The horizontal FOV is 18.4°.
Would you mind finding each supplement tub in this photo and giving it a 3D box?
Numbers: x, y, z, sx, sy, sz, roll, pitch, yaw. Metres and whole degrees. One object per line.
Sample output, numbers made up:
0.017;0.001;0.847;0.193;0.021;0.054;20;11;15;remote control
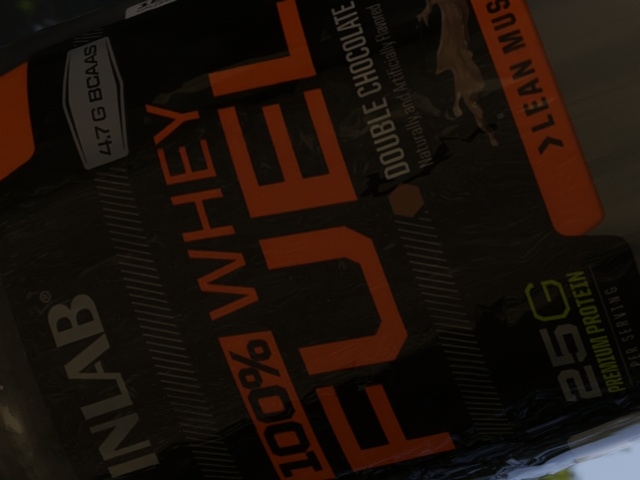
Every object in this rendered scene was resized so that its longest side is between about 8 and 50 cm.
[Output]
0.000;0.000;0.692;0.338;0.207;0.207;-20;-107;7;supplement tub
